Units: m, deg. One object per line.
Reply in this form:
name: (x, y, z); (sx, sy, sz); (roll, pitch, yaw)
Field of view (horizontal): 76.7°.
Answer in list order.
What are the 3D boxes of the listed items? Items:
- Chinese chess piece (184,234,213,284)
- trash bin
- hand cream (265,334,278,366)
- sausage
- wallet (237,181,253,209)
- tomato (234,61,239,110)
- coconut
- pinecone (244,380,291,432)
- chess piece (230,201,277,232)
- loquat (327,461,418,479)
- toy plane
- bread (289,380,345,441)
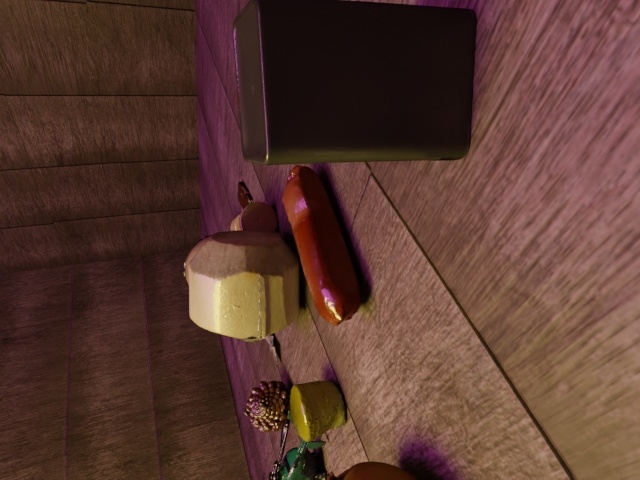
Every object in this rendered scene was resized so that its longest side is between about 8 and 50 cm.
Chinese chess piece: (-0.407, 0.108, 1.620); (0.112, 0.270, 0.269); (19, 118, 37)
trash bin: (0.036, -0.170, 0.450); (0.122, 0.241, 0.164); (-151, 58, -62)
hand cream: (-0.203, 0.357, 1.495); (0.257, 0.050, 0.084); (34, 131, 56)
sausage: (0.000, 0.000, 0.803); (0.097, 0.094, 0.348); (-48, 50, 46)
wallet: (-0.296, -0.159, 1.577); (0.176, 0.026, 0.095); (-126, 37, -49)
tomato: (-0.120, -0.353, 0.920); (0.195, 0.136, 0.195); (171, 90, -71)
coconut: (-0.204, 0.127, 1.095); (0.323, 0.323, 0.322); (172, 90, -68)
pinecone: (-0.155, 0.538, 1.306); (0.173, 0.174, 0.173); (172, 90, -68)
chess piece: (-0.247, -0.047, 1.388); (0.397, 0.117, 0.117); (171, 91, -70)
loquat: (0.081, 0.438, 0.598); (0.208, 0.208, 0.208); (172, 90, -68)
toy plane: (-0.061, 0.605, 1.090); (0.106, 0.155, 0.381); (43, 119, 59)
bread: (-0.013, 0.382, 0.931); (0.129, 0.114, 0.111); (-158, 63, -66)
